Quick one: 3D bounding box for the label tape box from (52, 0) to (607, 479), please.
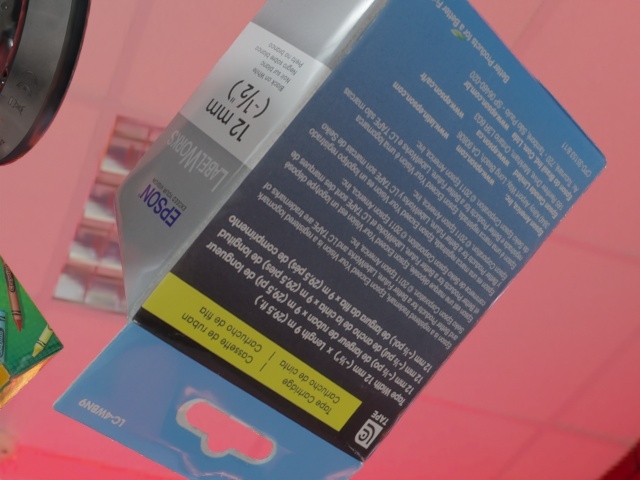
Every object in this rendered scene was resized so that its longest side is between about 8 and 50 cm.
[{"bbox_3d":[0.000,0.000,0.818,0.347,0.115,0.249,-50,-49,2],"label":"label tape box"}]

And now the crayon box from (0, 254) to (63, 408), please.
[{"bbox_3d":[-0.423,0.127,1.397,0.165,0.081,0.278,54,-46,4],"label":"crayon box"}]

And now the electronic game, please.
[{"bbox_3d":[-0.205,-0.162,0.787,0.048,0.229,0.229,4,-36,-38],"label":"electronic game"}]
